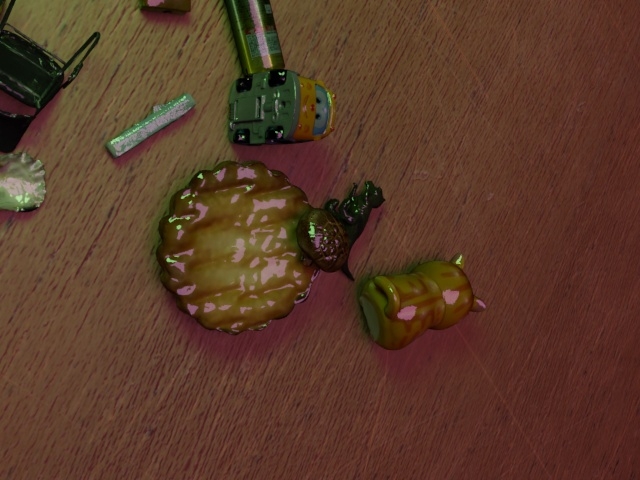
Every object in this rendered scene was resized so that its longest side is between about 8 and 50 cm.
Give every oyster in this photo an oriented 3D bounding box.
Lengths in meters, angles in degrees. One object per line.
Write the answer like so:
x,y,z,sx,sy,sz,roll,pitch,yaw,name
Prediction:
-0.510,-0.084,1.006,0.121,0.045,0.146,48,66,-21,oyster

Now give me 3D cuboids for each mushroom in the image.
0.006,0.001,1.164,0.126,0.085,0.109,39,77,-37,mushroom

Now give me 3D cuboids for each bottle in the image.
-0.136,-0.449,1.147,0.082,0.082,0.286,-20,105,-25,bottle

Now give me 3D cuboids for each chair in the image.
-0.473,-0.261,0.978,0.140,0.221,0.145,34,37,-27,chair

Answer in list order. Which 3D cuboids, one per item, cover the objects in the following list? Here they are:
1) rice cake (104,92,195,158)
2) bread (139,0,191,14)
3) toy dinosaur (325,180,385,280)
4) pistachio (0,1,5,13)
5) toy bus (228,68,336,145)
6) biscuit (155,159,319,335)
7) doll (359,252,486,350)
-0.301,-0.209,1.114,0.180,0.030,0.042,-39,109,-20,rice cake
-0.275,-0.511,1.084,0.088,0.049,0.226,-4,97,-28,bread
0.096,-0.027,1.319,0.187,0.087,0.179,-42,112,-17,toy dinosaur
-0.554,-0.345,0.950,0.173,0.049,0.089,-58,140,-13,pistachio
-0.068,-0.233,1.144,0.136,0.209,0.126,1,94,-39,toy bus
-0.150,0.011,1.180,0.326,0.107,0.325,-3,97,-26,biscuit
0.210,0.131,1.362,0.270,0.162,0.166,-16,89,-37,doll
